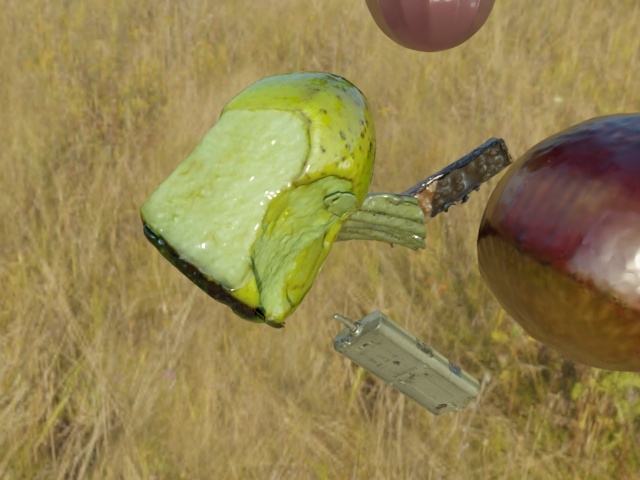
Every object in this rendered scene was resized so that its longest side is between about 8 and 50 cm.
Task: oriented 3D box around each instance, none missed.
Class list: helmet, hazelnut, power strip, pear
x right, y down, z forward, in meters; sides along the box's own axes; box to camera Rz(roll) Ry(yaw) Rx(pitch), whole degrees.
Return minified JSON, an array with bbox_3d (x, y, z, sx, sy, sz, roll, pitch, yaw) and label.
[{"bbox_3d":[0.193,-0.474,1.507,0.270,0.338,0.197,1,63,7],"label":"helmet"},{"bbox_3d":[0.455,-0.006,1.289,0.352,0.421,0.421,21,13,-40],"label":"hazelnut"},{"bbox_3d":[0.115,0.172,1.220,0.268,0.092,0.034,36,38,-27],"label":"power strip"},{"bbox_3d":[-0.034,-0.049,0.919,0.164,0.255,0.238,39,0,17],"label":"pear"}]

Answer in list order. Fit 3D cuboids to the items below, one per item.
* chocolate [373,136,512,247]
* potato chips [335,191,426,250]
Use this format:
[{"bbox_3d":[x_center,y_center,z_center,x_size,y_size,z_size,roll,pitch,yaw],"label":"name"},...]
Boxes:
[{"bbox_3d":[0.255,-0.111,1.819,0.329,0.102,0.065,-32,35,4],"label":"chocolate"},{"bbox_3d":[0.008,-0.003,1.612,0.389,0.097,0.373,-9,-7,-3],"label":"potato chips"}]
